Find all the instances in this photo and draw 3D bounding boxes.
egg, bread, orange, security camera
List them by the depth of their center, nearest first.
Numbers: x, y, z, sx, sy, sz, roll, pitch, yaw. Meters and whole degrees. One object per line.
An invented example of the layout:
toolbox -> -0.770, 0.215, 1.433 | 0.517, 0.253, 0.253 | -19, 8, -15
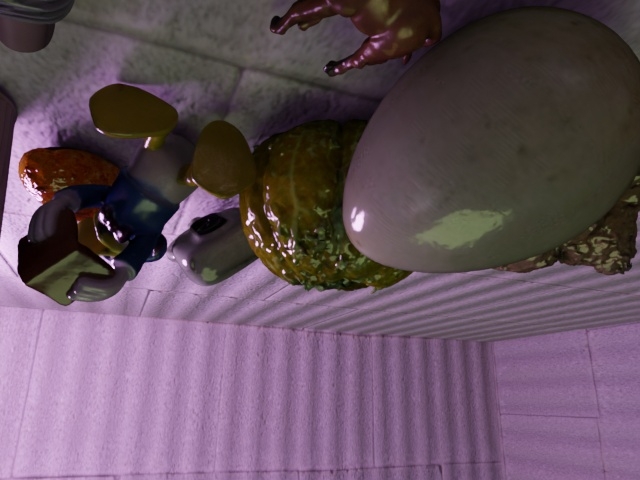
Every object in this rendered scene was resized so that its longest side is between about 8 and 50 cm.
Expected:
egg -> 0.152, -0.081, 0.474 | 0.296, 0.218, 0.218 | -33, 160, -1
orange -> 0.035, -0.033, 0.706 | 0.301, 0.223, 0.300 | 13, 164, -34
bread -> -0.372, -0.069, 0.814 | 0.140, 0.095, 0.269 | 0, 158, -1
security camera -> -0.195, -0.011, 0.883 | 0.157, 0.080, 0.301 | -33, -157, -16

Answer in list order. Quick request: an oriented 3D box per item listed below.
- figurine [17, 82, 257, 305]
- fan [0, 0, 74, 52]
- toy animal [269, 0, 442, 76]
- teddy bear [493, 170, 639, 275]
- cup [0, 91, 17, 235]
figurine -> -0.261, -0.013, 0.698 | 0.205, 0.283, 0.338 | 39, 152, -2
fan -> -0.217, -0.202, 0.364 | 0.074, 0.130, 0.244 | 5, 174, -30
toy animal -> 0.013, -0.220, 0.377 | 0.224, 0.066, 0.230 | 27, 164, -18
teddy bear -> 0.376, -0.022, 0.826 | 0.256, 0.156, 0.267 | -2, 164, 15
cup -> -0.517, -0.051, 0.594 | 0.289, 0.273, 0.208 | -4, 168, 11
